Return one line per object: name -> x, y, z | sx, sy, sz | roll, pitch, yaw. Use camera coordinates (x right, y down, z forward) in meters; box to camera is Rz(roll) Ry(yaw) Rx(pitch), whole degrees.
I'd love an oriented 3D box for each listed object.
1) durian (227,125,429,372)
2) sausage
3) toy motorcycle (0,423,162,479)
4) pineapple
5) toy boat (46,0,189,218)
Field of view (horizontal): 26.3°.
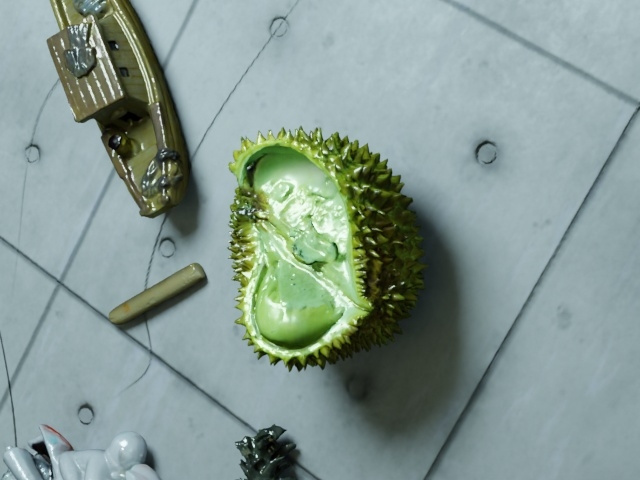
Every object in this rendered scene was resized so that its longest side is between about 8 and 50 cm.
durian -> 0.001, 0.004, 1.348 | 0.200, 0.176, 0.237 | -13, 89, 17
sausage -> -0.184, 0.062, 1.528 | 0.132, 0.024, 0.024 | -29, 76, 23
toy motorcycle -> -0.245, 0.288, 1.521 | 0.260, 0.110, 0.171 | 30, 87, 32
pineapple -> -0.072, 0.288, 1.433 | 0.108, 0.108, 0.198 | 6, 80, 28
toy boat -> -0.227, -0.176, 1.502 | 0.089, 0.121, 0.321 | -26, 77, 19
